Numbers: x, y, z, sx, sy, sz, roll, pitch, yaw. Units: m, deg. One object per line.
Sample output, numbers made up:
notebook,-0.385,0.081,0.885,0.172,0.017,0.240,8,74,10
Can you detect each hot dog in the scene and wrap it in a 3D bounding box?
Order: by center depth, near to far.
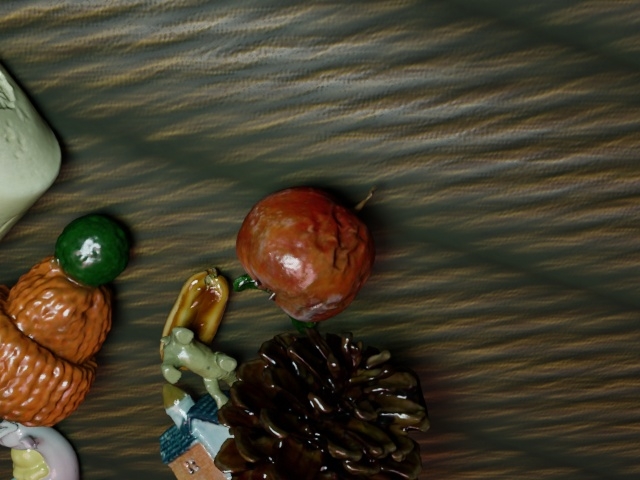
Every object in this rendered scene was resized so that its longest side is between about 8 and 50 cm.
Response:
hot dog,-0.252,0.157,1.310,0.100,0.068,0.250,17,119,-18

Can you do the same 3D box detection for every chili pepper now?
chili pepper,-0.078,0.112,1.282,0.182,0.050,0.073,36,120,-9

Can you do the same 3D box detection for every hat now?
hat,-0.505,0.130,1.270,0.285,0.285,0.400,38,82,-12

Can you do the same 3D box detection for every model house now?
model house,-0.218,0.399,1.384,0.253,0.184,0.291,-36,94,26

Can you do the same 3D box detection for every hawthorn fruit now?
hawthorn fruit,0.000,0.000,1.136,0.271,0.242,0.242,-42,108,-12

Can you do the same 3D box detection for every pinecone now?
pinecone,0.005,0.327,1.186,0.397,0.398,0.398,2,116,5

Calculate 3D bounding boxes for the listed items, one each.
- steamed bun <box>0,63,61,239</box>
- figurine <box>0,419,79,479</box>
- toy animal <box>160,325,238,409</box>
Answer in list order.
steamed bun,-0.703,-0.159,1.078,0.371,0.290,0.456,-36,107,22
figurine,-0.696,0.455,1.431,0.284,0.206,0.316,-4,111,-5
toy animal,-0.222,0.238,1.274,0.218,0.101,0.103,37,89,-26
